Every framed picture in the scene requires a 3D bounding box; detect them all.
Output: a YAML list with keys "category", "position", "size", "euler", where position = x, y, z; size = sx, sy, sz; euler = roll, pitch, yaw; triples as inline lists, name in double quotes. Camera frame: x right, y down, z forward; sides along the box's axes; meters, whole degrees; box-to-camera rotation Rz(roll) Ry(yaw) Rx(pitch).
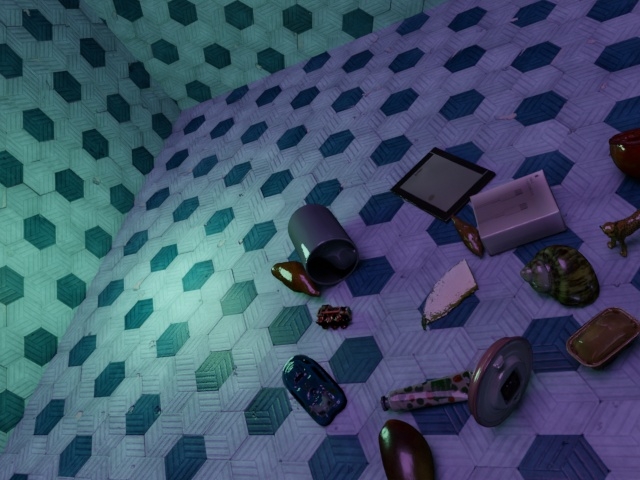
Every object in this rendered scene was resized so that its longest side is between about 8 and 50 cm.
- category: "framed picture"
  position: [0.456, -0.221, 2.124]
  size: [0.265, 0.016, 0.347]
  euler: [-45, 39, -6]

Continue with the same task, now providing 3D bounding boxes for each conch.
- category: "conch"
  position: [0.667, 0.097, 1.566]
  size: [0.182, 0.124, 0.187]
  euler: [-24, 49, 24]

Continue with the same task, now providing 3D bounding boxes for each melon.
- category: "melon"
  position: [0.407, 0.181, 1.771]
  size: [0.261, 0.053, 0.114]
  euler: [-48, 58, -4]

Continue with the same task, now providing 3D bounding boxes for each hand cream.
- category: "hand cream"
  position: [0.306, 0.437, 1.587]
  size: [0.276, 0.059, 0.095]
  euler: [-19, 45, 18]

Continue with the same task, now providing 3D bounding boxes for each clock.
- category: "clock"
  position: [0.456, 0.353, 1.393]
  size: [0.056, 0.244, 0.244]
  euler: [22, 69, 45]

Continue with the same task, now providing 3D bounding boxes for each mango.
- category: "mango"
  position: [0.231, 0.584, 1.460]
  size: [0.133, 0.111, 0.267]
  euler: [-22, 46, 3]

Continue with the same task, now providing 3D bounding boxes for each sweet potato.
- category: "sweet potato"
  position: [-0.096, 0.137, 2.152]
  size: [0.112, 0.112, 0.359]
  euler: [-48, 36, -9]
- category: "sweet potato"
  position: [0.494, -0.022, 1.863]
  size: [0.068, 0.060, 0.205]
  euler: [-62, 37, 27]

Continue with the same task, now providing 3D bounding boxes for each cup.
- category: "cup"
  position: [0.000, 0.000, 2.132]
  size: [0.206, 0.205, 0.312]
  euler: [-36, 37, 5]

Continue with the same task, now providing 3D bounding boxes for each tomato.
- category: "tomato"
  position: [0.969, -0.257, 1.652]
  size: [0.201, 0.139, 0.233]
  euler: [-3, 17, 28]

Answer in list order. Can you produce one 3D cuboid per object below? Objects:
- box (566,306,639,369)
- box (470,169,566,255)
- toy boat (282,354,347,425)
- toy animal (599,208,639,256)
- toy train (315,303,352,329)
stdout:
- category: "box"
  position: [0.712, 0.248, 1.400]
  size: [0.177, 0.111, 0.111]
  euler: [-40, 39, 0]
- category: "box"
  position: [0.628, -0.088, 1.793]
  size: [0.252, 0.106, 0.203]
  euler: [-20, 41, 21]
- category: "toy boat"
  position: [-0.044, 0.464, 1.813]
  size: [0.134, 0.092, 0.299]
  euler: [-49, 40, -6]
- category: "toy animal"
  position: [0.864, -0.040, 1.527]
  size: [0.182, 0.136, 0.073]
  euler: [-26, 41, 15]
- category: "toy train"
  position: [0.049, 0.265, 1.958]
  size: [0.138, 0.050, 0.087]
  euler: [-9, 45, 32]
